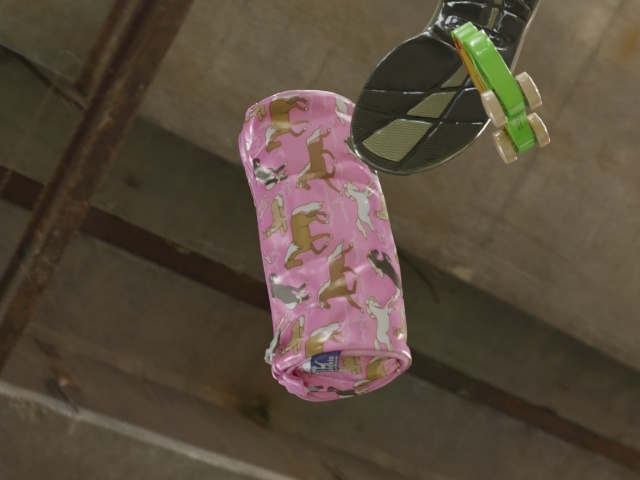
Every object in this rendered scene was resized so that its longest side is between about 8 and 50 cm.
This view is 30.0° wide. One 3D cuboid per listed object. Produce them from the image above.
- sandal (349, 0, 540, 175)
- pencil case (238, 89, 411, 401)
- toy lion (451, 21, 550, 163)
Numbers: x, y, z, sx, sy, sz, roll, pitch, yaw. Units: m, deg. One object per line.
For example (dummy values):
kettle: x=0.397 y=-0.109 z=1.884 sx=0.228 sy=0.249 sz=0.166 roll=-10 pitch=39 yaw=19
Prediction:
sandal: x=0.135 y=-0.169 z=1.181 sx=0.303 sy=0.120 sz=0.086 roll=-54 pitch=-12 yaw=-29
pencil case: x=0.000 y=0.000 z=1.500 sx=0.167 sy=0.386 sz=0.160 roll=15 pitch=-33 yaw=-43
toy lion: x=0.111 y=-0.104 z=0.774 sx=0.034 sy=0.096 sz=0.100 roll=-28 pitch=-22 yaw=5
